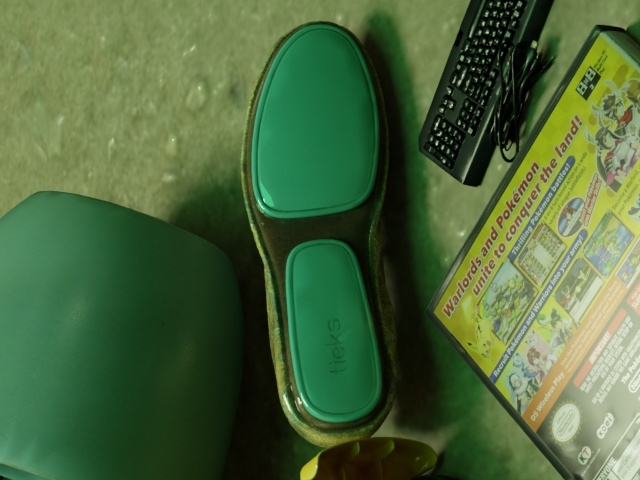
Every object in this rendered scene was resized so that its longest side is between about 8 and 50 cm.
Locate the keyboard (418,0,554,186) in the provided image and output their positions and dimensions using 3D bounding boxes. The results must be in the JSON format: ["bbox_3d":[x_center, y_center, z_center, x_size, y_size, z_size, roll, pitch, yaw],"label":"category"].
[{"bbox_3d":[0.126,-0.136,1.473,0.100,0.038,0.192,37,117,41],"label":"keyboard"}]

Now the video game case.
[{"bbox_3d":[0.212,0.028,1.379,0.248,0.035,0.275,50,125,35],"label":"video game case"}]

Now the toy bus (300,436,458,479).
[{"bbox_3d":[0.022,0.290,1.485,0.211,0.149,0.220,-39,62,35],"label":"toy bus"}]

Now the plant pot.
[{"bbox_3d":[-0.197,0.096,1.649,0.293,0.293,0.235,5,73,47],"label":"plant pot"}]

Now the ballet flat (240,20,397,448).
[{"bbox_3d":[0.000,0.000,1.556,0.123,0.123,0.348,-23,64,45],"label":"ballet flat"}]

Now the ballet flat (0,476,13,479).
[{"bbox_3d":[-0.291,0.282,1.917,0.041,0.041,0.114,-55,51,31],"label":"ballet flat"}]
